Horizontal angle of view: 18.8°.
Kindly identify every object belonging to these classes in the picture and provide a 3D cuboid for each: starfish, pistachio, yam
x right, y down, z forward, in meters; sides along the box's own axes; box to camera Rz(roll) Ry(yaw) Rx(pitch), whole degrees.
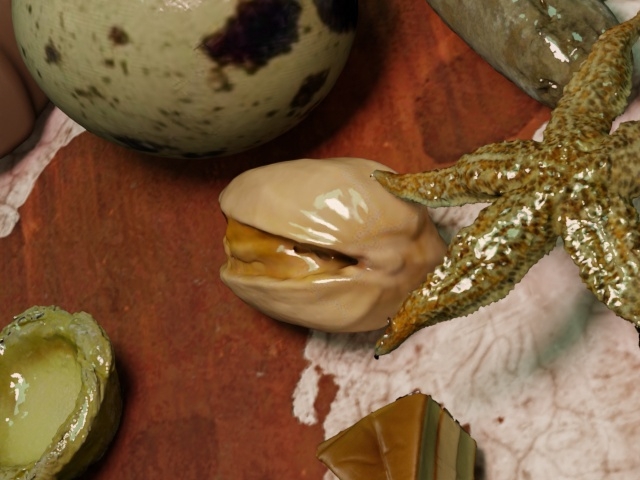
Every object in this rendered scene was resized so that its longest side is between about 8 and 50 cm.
[{"bbox_3d":[0.191,-0.052,1.510,0.347,0.078,0.357,-3,57,23],"label":"starfish"},{"bbox_3d":[0.000,0.000,1.677,0.229,0.157,0.157,7,64,41],"label":"pistachio"},{"bbox_3d":[0.169,-0.228,1.729,0.133,0.133,0.330,-41,49,5],"label":"yam"}]

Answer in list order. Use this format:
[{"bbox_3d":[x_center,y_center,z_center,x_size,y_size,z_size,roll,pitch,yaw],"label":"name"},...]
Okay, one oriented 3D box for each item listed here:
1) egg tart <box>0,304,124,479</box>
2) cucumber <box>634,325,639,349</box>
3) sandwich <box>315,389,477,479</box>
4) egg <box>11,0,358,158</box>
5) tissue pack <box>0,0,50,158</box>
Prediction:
[{"bbox_3d":[-0.257,0.158,1.794,0.197,0.078,0.197,-20,51,27],"label":"egg tart"},{"bbox_3d":[0.275,0.072,1.477,0.069,0.069,0.227,-15,55,28],"label":"cucumber"},{"bbox_3d":[0.054,0.213,1.499,0.113,0.079,0.163,-31,30,27],"label":"sandwich"},{"bbox_3d":[-0.135,-0.217,1.826,0.379,0.287,0.287,-7,55,46],"label":"egg"},{"bbox_3d":[-0.360,-0.295,2.054,0.387,0.267,0.277,-50,47,-3],"label":"tissue pack"}]
